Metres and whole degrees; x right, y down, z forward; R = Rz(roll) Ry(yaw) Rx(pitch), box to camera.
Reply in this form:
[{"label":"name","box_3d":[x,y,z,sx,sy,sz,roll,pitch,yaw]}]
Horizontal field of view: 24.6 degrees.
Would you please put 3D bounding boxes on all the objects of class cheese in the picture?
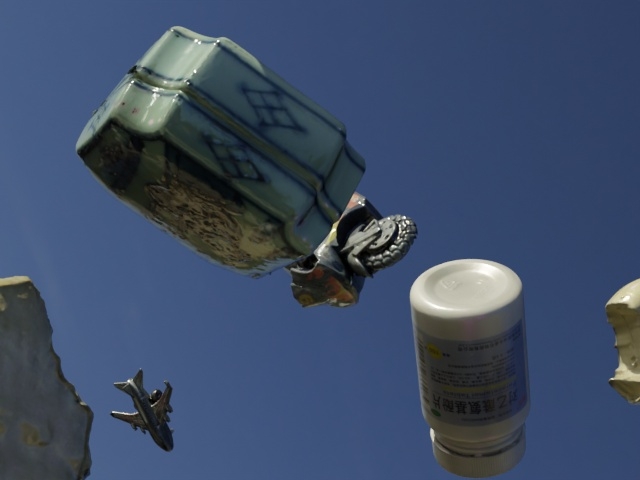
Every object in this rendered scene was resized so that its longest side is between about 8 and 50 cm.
[{"label":"cheese","box_3d":[0.486,0.113,1.988,0.071,0.249,0.163,-15,-81,61]}]

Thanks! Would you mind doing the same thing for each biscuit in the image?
[{"label":"biscuit","box_3d":[-0.242,0.155,1.087,0.040,0.188,0.265,-6,-105,45]}]

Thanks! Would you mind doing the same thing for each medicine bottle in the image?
[{"label":"medicine bottle","box_3d":[0.140,0.119,1.348,0.103,0.103,0.186,22,-50,42]}]

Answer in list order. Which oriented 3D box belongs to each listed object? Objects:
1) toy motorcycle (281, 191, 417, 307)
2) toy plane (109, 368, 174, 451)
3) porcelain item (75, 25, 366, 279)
[{"label":"toy motorcycle","box_3d":[0.000,0.000,1.920,0.108,0.173,0.307,46,-10,-33]},{"label":"toy plane","box_3d":[-0.163,0.165,1.407,0.078,0.031,0.083,-29,-81,30]},{"label":"porcelain item","box_3d":[-0.120,-0.090,1.659,0.286,0.157,0.281,36,-20,-14]}]
